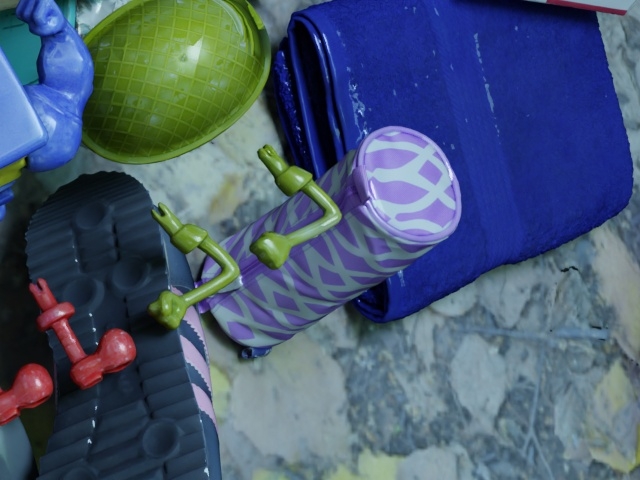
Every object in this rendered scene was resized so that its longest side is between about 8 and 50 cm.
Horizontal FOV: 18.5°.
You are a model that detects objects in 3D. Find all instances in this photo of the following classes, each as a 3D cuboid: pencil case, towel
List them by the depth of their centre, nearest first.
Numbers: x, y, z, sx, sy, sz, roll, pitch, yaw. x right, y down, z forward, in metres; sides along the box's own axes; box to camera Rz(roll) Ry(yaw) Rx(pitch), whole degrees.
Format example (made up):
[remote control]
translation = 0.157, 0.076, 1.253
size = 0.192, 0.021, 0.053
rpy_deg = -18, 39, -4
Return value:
[pencil case]
translation = 0.000, 0.000, 1.261
size = 0.088, 0.206, 0.086
rpy_deg = 6, 62, -37
[towel]
translation = 0.102, -0.086, 1.458
size = 0.308, 0.076, 0.227
rpy_deg = -21, 100, -42

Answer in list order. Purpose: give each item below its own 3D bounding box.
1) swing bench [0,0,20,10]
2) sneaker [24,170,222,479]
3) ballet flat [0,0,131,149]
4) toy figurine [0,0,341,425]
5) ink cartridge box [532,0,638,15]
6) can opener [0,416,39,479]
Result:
[swing bench]
translation = -0.263, -0.242, 1.091
size = 0.165, 0.255, 0.253
rpy_deg = -1, 78, -75
[sneaker]
translation = -0.099, 0.117, 1.149
size = 0.131, 0.112, 0.319
rpy_deg = 62, 19, -54
[ballet flat]
translation = -0.165, -0.245, 1.247
size = 0.147, 0.147, 0.409
rpy_deg = 14, 73, -38
[toy figurine]
translation = -0.160, -0.028, 1.006
size = 0.363, 0.217, 0.191
rpy_deg = -27, 79, -12
[ink cartridge box]
translation = 0.149, -0.294, 1.468
size = 0.172, 0.100, 0.237
rpy_deg = 3, 52, -40
[can opener]
translation = -0.186, 0.205, 1.115
size = 0.076, 0.095, 0.283
rpy_deg = -15, 83, -41
